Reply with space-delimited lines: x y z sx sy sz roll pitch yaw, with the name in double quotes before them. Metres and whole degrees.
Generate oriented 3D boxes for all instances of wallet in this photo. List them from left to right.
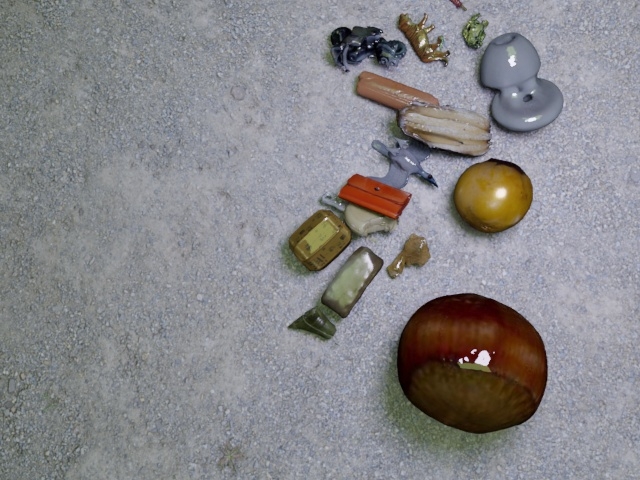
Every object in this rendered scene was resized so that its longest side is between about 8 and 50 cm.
"wallet" 0.175 -0.144 1.523 0.204 0.045 0.142 23 43 19

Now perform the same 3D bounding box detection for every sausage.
"sausage" 0.255 -0.485 1.596 0.289 0.086 0.086 23 87 7

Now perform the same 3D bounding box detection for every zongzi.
"zongzi" -0.015 0.304 1.566 0.130 0.062 0.154 -39 97 21

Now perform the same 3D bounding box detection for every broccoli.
"broccoli" 0.520 -0.698 1.591 0.095 0.092 0.097 44 71 -4

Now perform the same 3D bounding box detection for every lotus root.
"lotus root" 0.391 -0.351 1.542 0.329 0.078 0.167 11 75 -11

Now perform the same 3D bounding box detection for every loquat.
"loquat" 0.526 -0.137 1.460 0.235 0.235 0.235 -1 84 6

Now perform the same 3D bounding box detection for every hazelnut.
"hazelnut" 0.428 0.333 1.364 0.421 0.353 0.421 -7 57 12

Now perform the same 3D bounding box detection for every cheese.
"cheese" 0.132 -0.105 1.565 0.163 0.071 0.249 -27 54 -25

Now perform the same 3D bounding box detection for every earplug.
"earplug" 0.629 -0.497 1.512 0.214 0.175 0.325 -24 82 5

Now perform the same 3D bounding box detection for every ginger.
"ginger" 0.294 0.060 1.544 0.096 0.067 0.165 37 102 9

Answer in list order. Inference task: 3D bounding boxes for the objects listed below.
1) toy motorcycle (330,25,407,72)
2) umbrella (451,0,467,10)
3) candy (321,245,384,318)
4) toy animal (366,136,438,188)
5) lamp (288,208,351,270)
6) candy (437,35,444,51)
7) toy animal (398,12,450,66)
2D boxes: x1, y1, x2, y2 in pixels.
"toy motorcycle" 0.146 -0.638 1.600 0.270 0.106 0.159 21 65 15
"umbrella" 0.448 -0.849 1.647 0.027 0.025 0.165 -41 78 20
"candy" 0.104 0.131 1.536 0.104 0.102 0.234 35 89 9
"toy animal" 0.273 -0.256 1.576 0.239 0.176 0.255 -46 47 -3
"lamp" 0.000 0.000 1.537 0.185 0.161 0.161 -41 81 0
"candy" 0.412 -0.659 1.632 0.023 0.025 0.083 3 90 -11
"toy animal" 0.353 -0.682 1.620 0.099 0.057 0.241 -31 85 27
